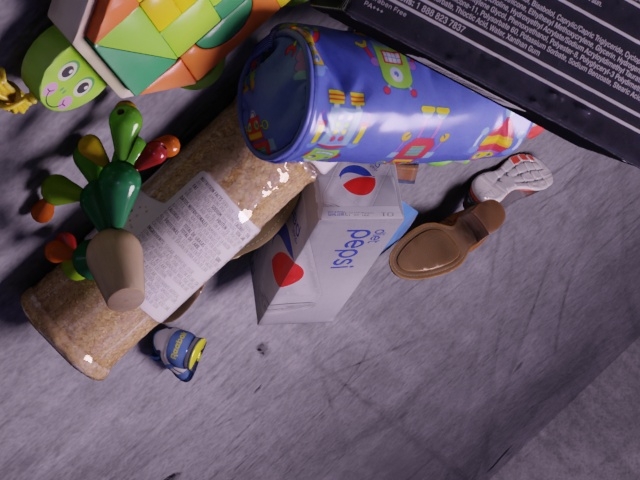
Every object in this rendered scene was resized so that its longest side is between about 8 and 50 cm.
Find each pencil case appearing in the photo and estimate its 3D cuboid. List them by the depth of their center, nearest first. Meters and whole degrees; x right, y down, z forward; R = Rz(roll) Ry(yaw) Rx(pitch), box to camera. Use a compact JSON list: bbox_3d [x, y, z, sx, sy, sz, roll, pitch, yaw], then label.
[{"bbox_3d":[0.065,-0.139,1.395,0.306,0.133,0.119,-4,162,-40],"label":"pencil case"}]

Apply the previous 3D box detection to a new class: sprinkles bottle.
[{"bbox_3d":[-0.131,-0.020,1.479,0.355,0.121,0.121,-43,157,0],"label":"sprinkles bottle"}]

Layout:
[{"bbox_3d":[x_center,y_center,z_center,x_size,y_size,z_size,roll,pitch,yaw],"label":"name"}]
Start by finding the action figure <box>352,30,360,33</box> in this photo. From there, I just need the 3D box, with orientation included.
[{"bbox_3d":[0.176,-0.245,1.575,0.275,0.141,0.164,-37,145,-11],"label":"action figure"}]

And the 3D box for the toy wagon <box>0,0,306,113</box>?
[{"bbox_3d":[-0.124,-0.210,1.233,0.344,0.068,0.267,-42,157,-3],"label":"toy wagon"}]

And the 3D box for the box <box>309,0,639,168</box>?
[{"bbox_3d":[0.195,-0.259,1.253,0.294,0.296,0.183,-62,-167,5],"label":"box"}]

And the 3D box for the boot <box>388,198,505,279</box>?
[{"bbox_3d":[0.151,0.019,2.040,0.197,0.073,0.152,-25,174,-27],"label":"boot"}]

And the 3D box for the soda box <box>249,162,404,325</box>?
[{"bbox_3d":[0.000,0.000,1.655,0.098,0.091,0.286,-1,155,-18],"label":"soda box"}]

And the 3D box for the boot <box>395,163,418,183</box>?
[{"bbox_3d":[0.036,-0.129,1.663,0.219,0.082,0.106,6,101,-48],"label":"boot"}]

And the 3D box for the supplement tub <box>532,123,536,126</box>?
[{"bbox_3d":[0.260,-0.212,1.738,0.199,0.144,0.144,-20,149,-26],"label":"supplement tub"}]

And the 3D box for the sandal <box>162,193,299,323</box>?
[{"bbox_3d":[-0.111,-0.013,1.620,0.240,0.088,0.079,-46,-171,22],"label":"sandal"}]

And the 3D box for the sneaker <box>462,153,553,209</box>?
[{"bbox_3d":[0.260,-0.077,2.118,0.158,0.061,0.065,-15,159,-35],"label":"sneaker"}]

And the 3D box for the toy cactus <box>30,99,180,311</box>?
[{"bbox_3d":[-0.184,-0.013,1.332,0.112,0.180,0.219,9,135,-34],"label":"toy cactus"}]

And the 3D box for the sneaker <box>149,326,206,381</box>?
[{"bbox_3d":[-0.170,0.131,1.775,0.144,0.059,0.053,111,-1,-74],"label":"sneaker"}]

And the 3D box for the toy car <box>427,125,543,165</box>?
[{"bbox_3d":[0.223,-0.158,1.904,0.225,0.053,0.239,-37,156,-15],"label":"toy car"}]

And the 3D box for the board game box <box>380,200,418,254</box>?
[{"bbox_3d":[0.047,-0.017,1.892,0.133,0.033,0.168,-41,155,10],"label":"board game box"}]
